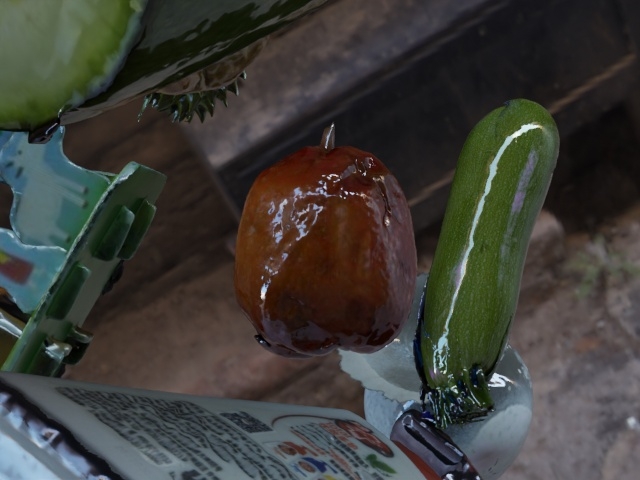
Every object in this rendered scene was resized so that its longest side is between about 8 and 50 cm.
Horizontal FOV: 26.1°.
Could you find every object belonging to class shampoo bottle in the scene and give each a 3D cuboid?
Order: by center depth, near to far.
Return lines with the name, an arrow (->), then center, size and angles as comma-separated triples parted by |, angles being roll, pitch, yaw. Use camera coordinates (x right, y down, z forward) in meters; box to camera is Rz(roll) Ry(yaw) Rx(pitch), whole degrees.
shampoo bottle -> -0.008, 0.110, 0.556 | 0.153, 0.284, 0.071 | 35, 103, 30

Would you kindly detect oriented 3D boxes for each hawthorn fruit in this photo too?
hawthorn fruit -> 0.000, 0.015, 1.159 | 0.174, 0.179, 0.173 | -18, 28, 10

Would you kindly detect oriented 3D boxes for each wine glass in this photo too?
wine glass -> 0.158, 0.192, 1.793 | 0.238, 0.323, 0.238 | -6, 52, 8

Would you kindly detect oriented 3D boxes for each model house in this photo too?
model house -> -0.301, 0.022, 0.868 | 0.357, 0.313, 0.242 | -60, 4, 2

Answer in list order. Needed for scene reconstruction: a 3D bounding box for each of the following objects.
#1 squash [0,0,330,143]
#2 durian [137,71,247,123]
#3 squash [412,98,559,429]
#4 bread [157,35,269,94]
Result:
squash -> -0.032, -0.159, 0.425 | 0.189, 0.189, 0.260 | 4, 33, 39
durian -> -0.159, -0.307, 1.625 | 0.158, 0.355, 0.169 | -3, 13, -15
squash -> 0.082, 0.007, 0.697 | 0.052, 0.052, 0.183 | 1, 63, 37
bread -> -0.127, -0.239, 1.329 | 0.134, 0.244, 0.244 | 41, 71, 21
